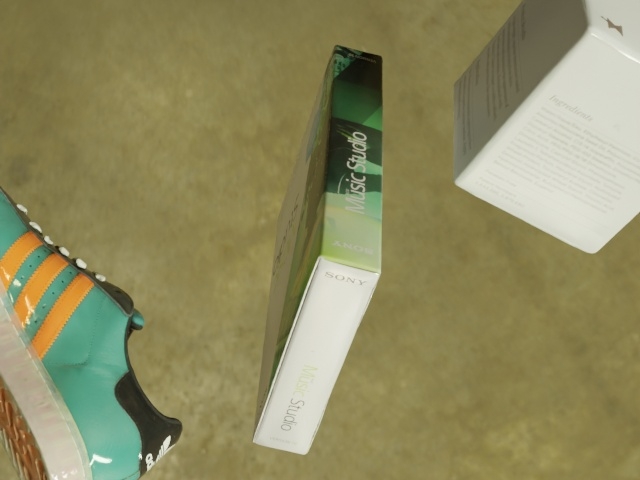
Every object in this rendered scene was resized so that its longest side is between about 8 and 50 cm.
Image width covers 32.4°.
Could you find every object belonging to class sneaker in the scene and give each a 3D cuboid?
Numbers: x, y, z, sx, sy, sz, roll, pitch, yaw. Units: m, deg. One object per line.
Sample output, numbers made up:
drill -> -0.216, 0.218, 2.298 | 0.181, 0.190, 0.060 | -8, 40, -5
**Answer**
sneaker -> -0.210, 0.055, 0.839 | 0.121, 0.302, 0.108 | -17, 157, -32

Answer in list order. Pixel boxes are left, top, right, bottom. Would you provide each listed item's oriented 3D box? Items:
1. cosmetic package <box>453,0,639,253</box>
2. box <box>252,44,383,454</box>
cosmetic package -> 0.223, -0.120, 0.932 | 0.151, 0.151, 0.183 | 26, 131, -16
box -> 0.000, 0.000, 1.017 | 0.059, 0.322, 0.232 | 12, 129, -9
